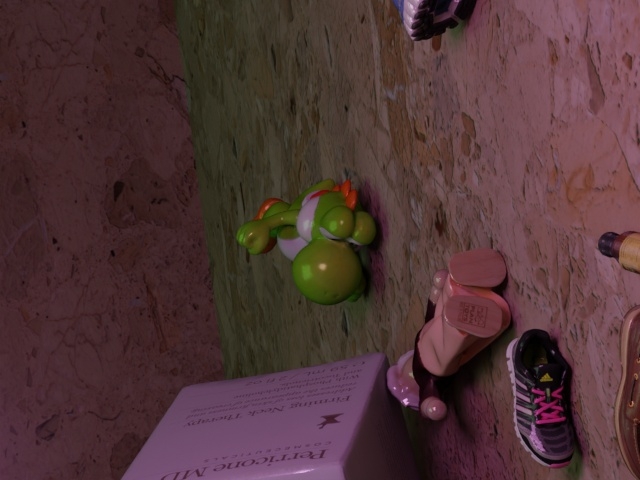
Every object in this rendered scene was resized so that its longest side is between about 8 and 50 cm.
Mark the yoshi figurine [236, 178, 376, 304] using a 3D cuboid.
[{"bbox_3d":[-0.018,0.021,2.362,0.203,0.203,0.362,70,163,-5],"label":"yoshi figurine"}]

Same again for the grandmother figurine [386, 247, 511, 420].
[{"bbox_3d":[0.164,0.146,1.904,0.342,0.104,0.208,111,178,-63],"label":"grandmother figurine"}]

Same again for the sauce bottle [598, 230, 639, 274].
[{"bbox_3d":[0.314,0.012,1.404,0.128,0.042,0.042,-151,57,-74],"label":"sauce bottle"}]

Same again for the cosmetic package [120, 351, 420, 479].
[{"bbox_3d":[-0.049,0.392,1.960,0.394,0.329,0.328,-59,-44,-71],"label":"cosmetic package"}]

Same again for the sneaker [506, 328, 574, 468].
[{"bbox_3d":[0.253,0.174,1.630,0.075,0.063,0.170,99,165,-59],"label":"sneaker"}]

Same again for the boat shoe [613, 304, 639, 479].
[{"bbox_3d":[0.322,0.152,1.374,0.060,0.064,0.178,-168,76,-76],"label":"boat shoe"}]

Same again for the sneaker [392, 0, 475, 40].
[{"bbox_3d":[0.127,-0.397,1.717,0.147,0.129,0.330,53,150,26],"label":"sneaker"}]
